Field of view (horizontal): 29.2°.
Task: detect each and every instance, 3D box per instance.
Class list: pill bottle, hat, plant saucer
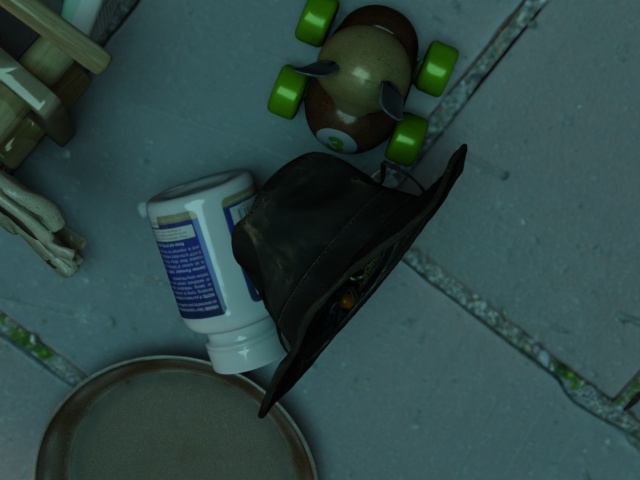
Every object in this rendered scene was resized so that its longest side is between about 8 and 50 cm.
[{"bbox_3d":[-0.095,0.033,1.230,0.112,0.112,0.186,-14,102,9],"label":"pill bottle"},{"bbox_3d":[0.000,0.000,1.110,0.134,0.331,0.331,41,105,5],"label":"hat"},{"bbox_3d":[-0.153,0.263,1.328,0.311,0.050,0.310,2,105,6],"label":"plant saucer"}]

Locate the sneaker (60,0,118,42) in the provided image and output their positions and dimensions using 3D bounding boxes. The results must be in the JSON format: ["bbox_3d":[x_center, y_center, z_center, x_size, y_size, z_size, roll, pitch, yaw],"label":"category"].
[{"bbox_3d":[-0.254,-0.314,1.166,0.151,0.094,0.256,11,95,-3],"label":"sneaker"}]

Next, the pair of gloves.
[{"bbox_3d":[-0.305,-0.045,1.181,0.204,0.240,0.042,40,78,-5],"label":"pair of gloves"}]

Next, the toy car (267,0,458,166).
[{"bbox_3d":[0.034,-0.140,1.132,0.155,0.188,0.149,22,105,0],"label":"toy car"}]

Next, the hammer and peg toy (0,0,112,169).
[{"bbox_3d":[-0.323,-0.182,1.077,0.266,0.361,0.127,41,83,-6],"label":"hammer and peg toy"}]
